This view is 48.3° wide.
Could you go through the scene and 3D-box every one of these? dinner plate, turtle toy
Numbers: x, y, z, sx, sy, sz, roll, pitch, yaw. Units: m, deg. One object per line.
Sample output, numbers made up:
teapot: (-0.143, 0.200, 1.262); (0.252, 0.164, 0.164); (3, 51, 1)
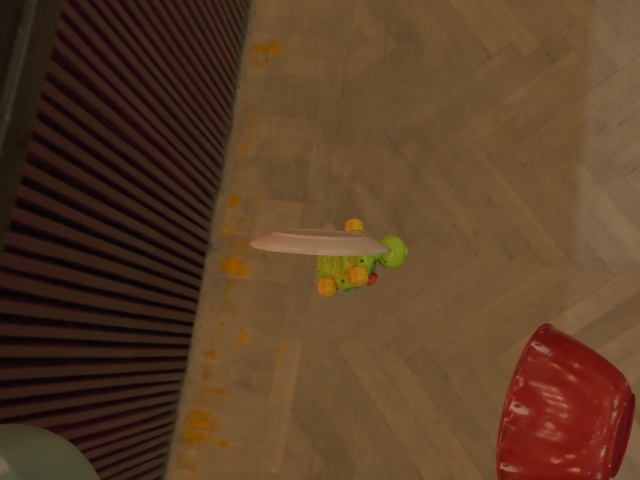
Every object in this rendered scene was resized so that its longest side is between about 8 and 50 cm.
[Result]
dinner plate: (0.000, 0.000, 0.705); (0.141, 0.141, 0.017); (5, 95, 5)
turtle toy: (0.050, 0.025, 0.937); (0.130, 0.066, 0.095); (-19, 59, 28)

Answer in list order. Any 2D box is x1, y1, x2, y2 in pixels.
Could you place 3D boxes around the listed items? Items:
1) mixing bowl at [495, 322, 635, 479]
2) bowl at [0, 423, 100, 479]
mixing bowl: (0.260, 0.184, 0.731); (0.098, 0.181, 0.181); (12, 81, 34)
bowl: (-0.420, 0.350, 0.821); (0.311, 0.163, 0.311); (-2, 63, 3)
